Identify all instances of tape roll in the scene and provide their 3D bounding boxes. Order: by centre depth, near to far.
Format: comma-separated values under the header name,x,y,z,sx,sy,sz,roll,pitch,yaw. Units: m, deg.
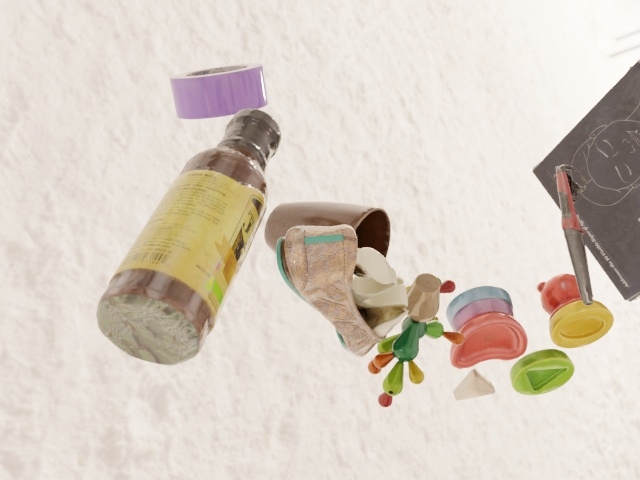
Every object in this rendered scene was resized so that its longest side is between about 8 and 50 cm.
name,x,y,z,sx,sy,sz,roll,pitch,yaw
tape roll,-0.201,-0.300,1.320,0.189,0.189,0.080,-37,126,-53

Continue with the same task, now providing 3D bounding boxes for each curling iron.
name,x,y,z,sx,sy,sz,roll,pitch,yaw
curling iron,0.439,-0.018,1.126,0.068,0.035,0.274,20,54,-24

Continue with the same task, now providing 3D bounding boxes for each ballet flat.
name,x,y,z,sx,sy,sz,roll,pitch,yaw
ballet flat,0.050,0.070,0.817,0.316,0.106,0.107,49,29,-61

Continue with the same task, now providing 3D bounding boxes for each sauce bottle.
name,x,y,z,sx,sy,sz,roll,pitch,yaw
sauce bottle,-0.121,-0.028,0.728,0.111,0.111,0.344,51,38,-29

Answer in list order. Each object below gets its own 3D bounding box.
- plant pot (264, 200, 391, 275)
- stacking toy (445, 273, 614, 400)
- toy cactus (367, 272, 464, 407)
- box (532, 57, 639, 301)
name,x,y,z,sx,sy,sz,roll,pitch,yaw
plant pot,0.000,0.000,1.431,0.215,0.230,0.215,-39,140,-43
stacking toy,0.392,0.188,1.339,0.130,0.309,0.279,-100,-170,-45
toy cactus,0.143,0.119,0.935,0.219,0.112,0.180,-48,157,-33
box,0.917,-0.170,1.777,0.297,0.472,0.480,-18,68,-30
